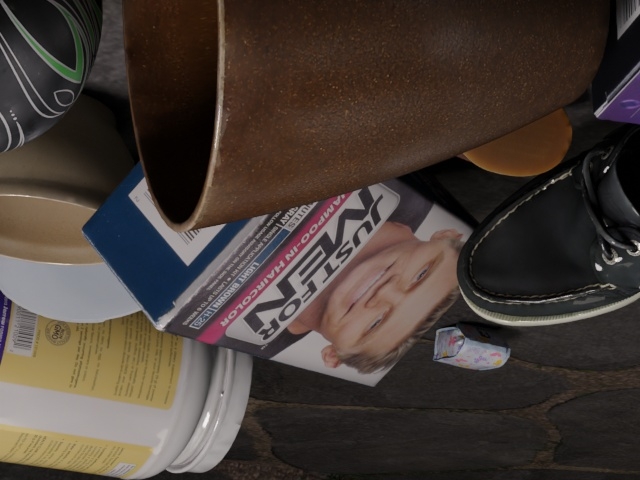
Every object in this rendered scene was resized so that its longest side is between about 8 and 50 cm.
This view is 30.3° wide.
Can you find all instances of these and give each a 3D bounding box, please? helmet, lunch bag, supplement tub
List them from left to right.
[{"bbox_3d":[-0.204,-0.128,0.671,0.161,0.169,0.169,36,146,-29],"label":"helmet"},{"bbox_3d":[-0.266,0.132,1.296,0.331,0.241,0.241,15,157,-30],"label":"supplement tub"},{"bbox_3d":[0.194,0.135,1.508,0.071,0.053,0.083,13,168,-19],"label":"lunch bag"}]

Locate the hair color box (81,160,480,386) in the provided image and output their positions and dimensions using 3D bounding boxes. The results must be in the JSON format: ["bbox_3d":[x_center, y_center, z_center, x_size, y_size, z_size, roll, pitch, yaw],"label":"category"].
[{"bbox_3d":[0.000,0.000,0.897,0.174,0.105,0.347,-47,153,10],"label":"hair color box"}]

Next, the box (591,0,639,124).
[{"bbox_3d":[0.273,-0.133,0.655,0.207,0.108,0.153,6,160,-7],"label":"box"}]

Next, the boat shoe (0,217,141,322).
[{"bbox_3d":[-0.152,-0.010,1.074,0.306,0.105,0.113,-17,111,21],"label":"boat shoe"}]

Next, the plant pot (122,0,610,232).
[{"bbox_3d":[0.027,-0.120,0.635,0.230,0.215,0.215,-5,164,-20],"label":"plant pot"}]

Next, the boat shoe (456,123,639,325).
[{"bbox_3d":[0.242,-0.034,0.844,0.340,0.127,0.113,-17,161,21],"label":"boat shoe"}]

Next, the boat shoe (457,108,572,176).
[{"bbox_3d":[0.086,-0.104,0.841,0.207,0.073,0.073,19,-167,-29],"label":"boat shoe"}]

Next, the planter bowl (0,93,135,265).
[{"bbox_3d":[-0.218,-0.056,0.953,0.162,0.109,0.162,4,160,1],"label":"planter bowl"}]
